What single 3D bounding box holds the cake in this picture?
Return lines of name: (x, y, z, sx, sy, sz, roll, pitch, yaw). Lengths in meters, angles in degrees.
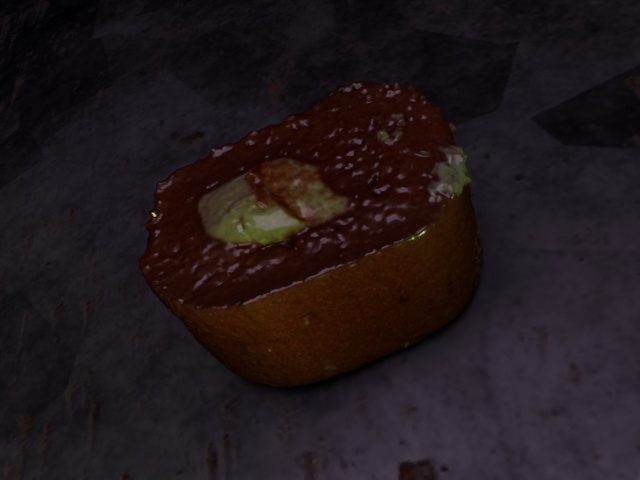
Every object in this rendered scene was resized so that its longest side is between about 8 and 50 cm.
cake: (0.000, 0.000, 0.543, 0.283, 0.150, 0.177, -25, 44, -2)
